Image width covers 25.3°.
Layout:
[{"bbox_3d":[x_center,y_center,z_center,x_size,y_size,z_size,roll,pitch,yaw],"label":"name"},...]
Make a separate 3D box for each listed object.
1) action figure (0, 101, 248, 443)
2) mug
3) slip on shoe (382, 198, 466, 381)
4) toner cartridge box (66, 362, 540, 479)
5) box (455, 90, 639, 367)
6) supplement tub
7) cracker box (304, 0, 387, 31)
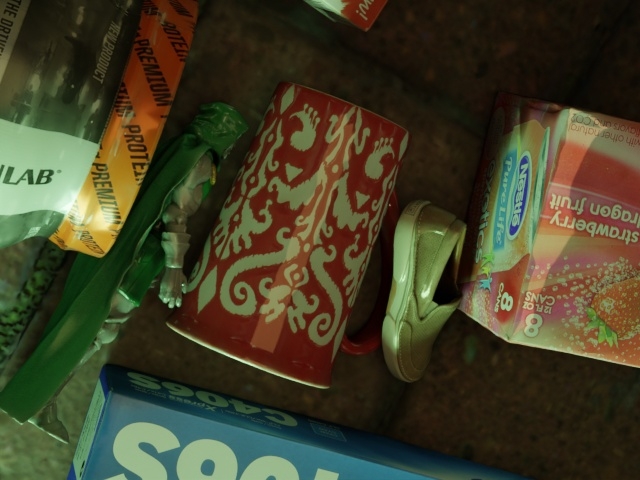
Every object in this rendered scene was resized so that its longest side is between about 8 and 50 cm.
[{"bbox_3d":[-0.117,0.012,0.887,0.063,0.137,0.232,34,82,-19],"label":"action figure"},{"bbox_3d":[-0.009,-0.004,0.919,0.113,0.150,0.169,21,91,23],"label":"mug"},{"bbox_3d":[0.071,0.038,0.934,0.041,0.051,0.135,18,120,25],"label":"slip on shoe"},{"bbox_3d":[0.000,0.210,0.955,0.348,0.075,0.165,16,97,-13],"label":"toner cartridge box"},{"bbox_3d":[0.254,0.010,0.936,0.300,0.142,0.154,13,97,-13],"label":"box"},{"bbox_3d":[-0.252,-0.121,0.784,0.338,0.207,0.207,20,95,-13],"label":"supplement tub"},{"bbox_3d":[-0.027,-0.254,0.861,0.232,0.067,0.156,31,92,-24],"label":"cracker box"}]
